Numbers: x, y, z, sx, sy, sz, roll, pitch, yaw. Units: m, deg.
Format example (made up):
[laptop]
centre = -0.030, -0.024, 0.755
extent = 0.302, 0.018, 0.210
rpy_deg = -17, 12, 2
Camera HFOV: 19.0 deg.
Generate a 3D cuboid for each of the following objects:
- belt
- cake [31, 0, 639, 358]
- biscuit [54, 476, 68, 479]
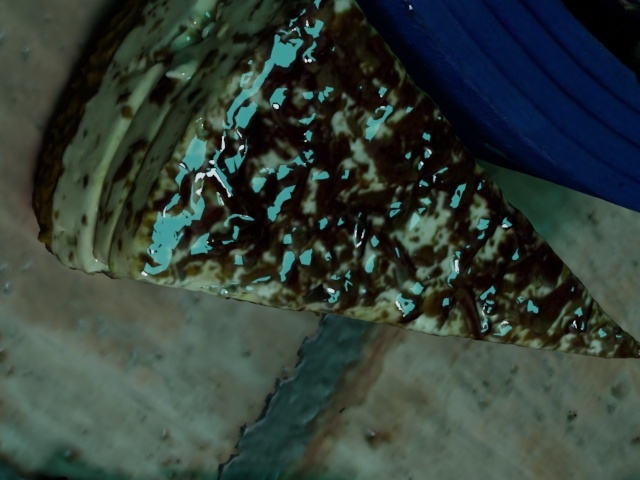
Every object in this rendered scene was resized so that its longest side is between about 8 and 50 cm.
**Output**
[belt]
centre = 0.083, -0.156, 0.740
extent = 0.212, 0.117, 0.347
rpy_deg = -49, 123, -10
[cake]
centre = 0.003, 0.010, 0.742
extent = 0.135, 0.112, 0.246
rpy_deg = -50, 126, -8
[biscuit]
centre = -0.075, 0.212, 0.776
extent = 0.151, 0.063, 0.235
rpy_deg = 19, 89, -43
